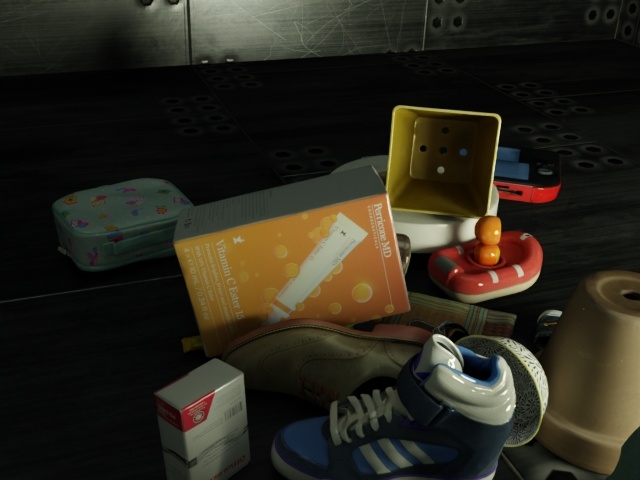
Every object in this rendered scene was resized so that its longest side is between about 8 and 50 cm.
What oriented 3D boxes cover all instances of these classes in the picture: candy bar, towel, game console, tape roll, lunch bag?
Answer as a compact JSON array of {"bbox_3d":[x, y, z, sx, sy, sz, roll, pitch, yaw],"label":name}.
[{"bbox_3d":[-0.158,0.173,1.334,0.161,0.018,0.040,-4,27,-12],"label":"candy bar"},{"bbox_3d":[0.146,0.161,1.355,0.370,0.040,0.271,10,29,15],"label":"towel"},{"bbox_3d":[0.440,-0.203,2.056,0.386,0.060,0.342,10,29,13],"label":"game console"},{"bbox_3d":[0.201,-0.091,1.729,0.392,0.072,0.392,1,27,-1],"label":"tape roll"},{"bbox_3d":[-0.410,-0.031,1.616,0.279,0.108,0.224,-16,35,-30],"label":"lunch bag"}]

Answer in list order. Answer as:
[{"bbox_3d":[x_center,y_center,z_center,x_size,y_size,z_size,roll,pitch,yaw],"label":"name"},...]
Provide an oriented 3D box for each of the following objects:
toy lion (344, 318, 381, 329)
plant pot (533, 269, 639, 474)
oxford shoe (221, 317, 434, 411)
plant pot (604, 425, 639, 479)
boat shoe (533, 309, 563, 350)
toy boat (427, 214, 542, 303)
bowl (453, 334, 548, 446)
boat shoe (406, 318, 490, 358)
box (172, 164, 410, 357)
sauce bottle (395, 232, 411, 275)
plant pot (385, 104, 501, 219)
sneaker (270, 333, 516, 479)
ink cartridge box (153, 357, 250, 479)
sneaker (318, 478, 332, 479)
[{"bbox_3d":[0.044,0.123,1.351,0.100,0.034,0.096,-15,26,-31],"label":"toy lion"},{"bbox_3d":[0.441,0.175,1.144,0.263,0.229,0.263,2,27,-1],"label":"plant pot"},{"bbox_3d":[0.011,0.202,1.171,0.348,0.123,0.130,-5,38,10],"label":"oxford shoe"},{"bbox_3d":[0.475,0.337,0.759,0.341,0.341,0.334,-2,20,-8],"label":"plant pot"},{"bbox_3d":[0.463,0.175,1.330,0.183,0.065,0.083,7,30,22],"label":"boat shoe"},{"bbox_3d":[0.329,0.021,1.515,0.231,0.151,0.151,-12,31,-24],"label":"toy boat"},{"bbox_3d":[0.271,0.204,1.119,0.080,0.170,0.170,-20,35,-37],"label":"bowl"},{"bbox_3d":[0.211,0.166,1.245,0.066,0.066,0.183,-22,37,-38],"label":"boat shoe"},{"bbox_3d":[-0.047,0.031,1.290,0.345,0.215,0.168,-14,21,0],"label":"box"},{"bbox_3d":[0.000,0.000,1.501,0.344,0.111,0.111,15,26,-9],"label":"sauce bottle"},{"bbox_3d":[0.257,-0.177,1.622,0.212,0.212,0.187,7,16,9],"label":"plant pot"},{"bbox_3d":[0.097,0.215,1.031,0.322,0.236,0.130,4,27,2],"label":"sneaker"},{"bbox_3d":[-0.156,0.254,1.038,0.063,0.150,0.109,19,32,37],"label":"ink cartridge box"},{"bbox_3d":[0.010,0.364,0.907,0.085,0.086,0.237,0,26,1],"label":"sneaker"}]
